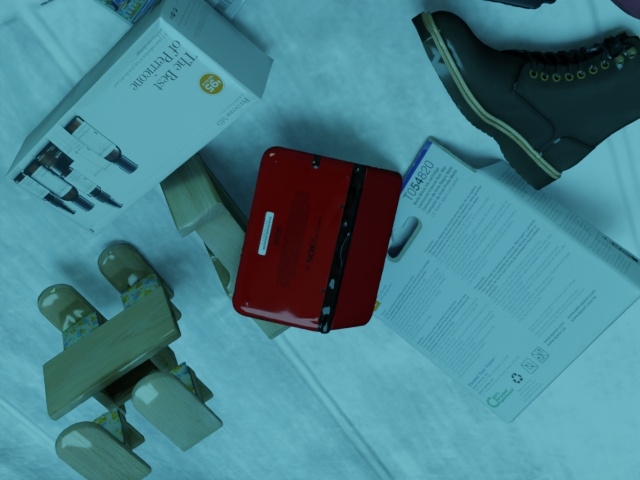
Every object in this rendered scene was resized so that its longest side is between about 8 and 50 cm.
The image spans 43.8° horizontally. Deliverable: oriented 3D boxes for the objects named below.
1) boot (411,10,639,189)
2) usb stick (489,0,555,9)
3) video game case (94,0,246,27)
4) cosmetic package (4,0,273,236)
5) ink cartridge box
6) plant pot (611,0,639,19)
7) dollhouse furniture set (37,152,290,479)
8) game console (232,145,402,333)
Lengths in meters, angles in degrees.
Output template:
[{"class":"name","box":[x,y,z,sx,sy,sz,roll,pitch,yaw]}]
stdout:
[{"class":"boot","box":[0.173,-0.135,0.602,0.137,0.077,0.198,-33,137,26]},{"class":"usb stick","box":[0.036,-0.219,0.544,0.278,0.045,0.077,10,127,-4]},{"class":"video game case","box":[-0.125,-0.196,0.604,0.122,0.011,0.087,32,129,-24]},{"class":"cosmetic package","box":[-0.155,-0.097,0.658,0.099,0.060,0.239,35,132,-28]},{"class":"ink cartridge box","box":[0.151,0.038,0.756,0.224,0.045,0.223,38,132,9]},{"class":"plant pot","box":[0.189,-0.224,0.438,0.201,0.201,0.180,-27,142,28]},{"class":"dollhouse furniture set","box":[-0.162,0.059,0.726,0.242,0.212,0.161,-34,128,0]},{"class":"game console","box":[0.000,0.000,0.687,0.124,0.085,0.144,12,96,0]}]
